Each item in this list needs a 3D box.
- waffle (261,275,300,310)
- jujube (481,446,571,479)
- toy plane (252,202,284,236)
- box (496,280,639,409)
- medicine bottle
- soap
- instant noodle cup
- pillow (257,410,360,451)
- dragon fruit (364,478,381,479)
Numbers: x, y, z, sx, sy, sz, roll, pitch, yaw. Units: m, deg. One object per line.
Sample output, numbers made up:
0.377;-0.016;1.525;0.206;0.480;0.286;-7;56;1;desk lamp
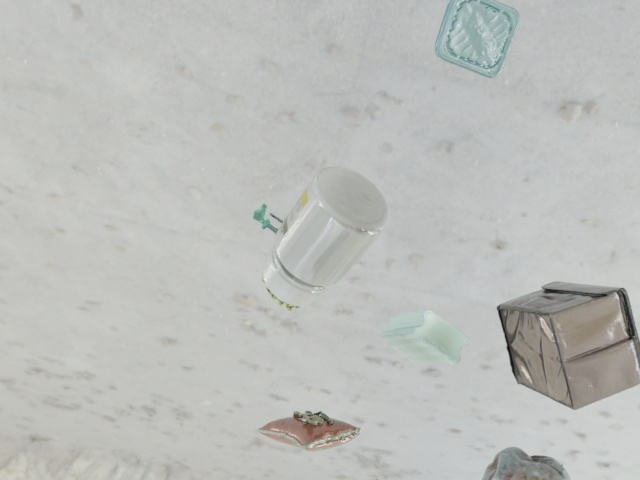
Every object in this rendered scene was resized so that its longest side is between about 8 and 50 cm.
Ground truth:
-0.084;0.122;2.011;0.169;0.183;0.036;50;178;-3;waffle
0.481;0.666;1.548;0.215;0.308;0.246;12;-175;-4;jujube
-0.109;-0.011;1.904;0.235;0.096;0.060;35;-177;0;toy plane
0.458;0.187;1.189;0.153;0.189;0.252;-17;-177;-7;box
0.000;0.000;1.577;0.208;0.208;0.340;24;132;-16;medicine bottle
0.217;0.210;1.359;0.119;0.067;0.198;37;161;-7;soap
0.334;-0.455;1.400;0.179;0.157;0.070;14;-169;-23;instant noodle cup
-0.026;0.426;1.438;0.171;0.075;0.179;4;173;-42;pillow
0.086;0.548;1.072;0.250;0.269;0.291;0;132;52;dragon fruit
